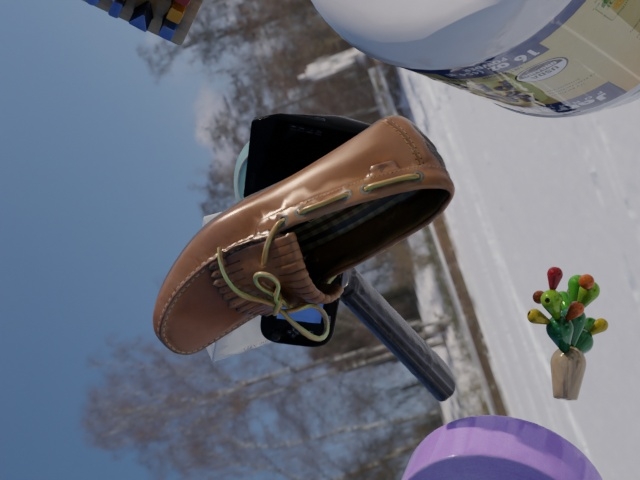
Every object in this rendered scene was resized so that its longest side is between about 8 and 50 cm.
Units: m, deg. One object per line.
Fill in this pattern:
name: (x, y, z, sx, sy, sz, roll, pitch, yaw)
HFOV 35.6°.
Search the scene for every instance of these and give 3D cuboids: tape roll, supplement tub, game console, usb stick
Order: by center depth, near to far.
supplement tub: (0.150, -0.212, 0.721, 0.316, 0.228, 0.228, 5, -116, -56)
tape roll: (0.231, 0.364, 1.284, 0.275, 0.274, 0.090, 68, -152, -17)
game console: (0.000, 0.000, 1.323, 0.044, 0.213, 0.361, -70, -10, -56)
usb stick: (0.112, 0.140, 1.480, 0.278, 0.045, 0.077, 47, -163, -29)

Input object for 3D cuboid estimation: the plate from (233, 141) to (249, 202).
plate: (-0.101, -0.101, 1.808, 0.024, 0.188, 0.188, -5, -107, -47)

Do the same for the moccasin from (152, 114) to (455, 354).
moccasin: (-0.022, 0.019, 1.109, 0.139, 0.380, 0.147, 53, -170, -46)

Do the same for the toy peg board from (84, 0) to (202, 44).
toy peg board: (-0.227, -0.334, 1.282, 0.161, 0.161, 0.079, 24, -143, -14)

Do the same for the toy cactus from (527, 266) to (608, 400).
toy cactus: (0.345, 0.134, 1.418, 0.219, 0.112, 0.181, 41, -125, -65)

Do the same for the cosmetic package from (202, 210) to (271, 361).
cosmetic package: (-0.152, 0.087, 2.177, 0.156, 0.217, 0.385, 60, 156, 28)
